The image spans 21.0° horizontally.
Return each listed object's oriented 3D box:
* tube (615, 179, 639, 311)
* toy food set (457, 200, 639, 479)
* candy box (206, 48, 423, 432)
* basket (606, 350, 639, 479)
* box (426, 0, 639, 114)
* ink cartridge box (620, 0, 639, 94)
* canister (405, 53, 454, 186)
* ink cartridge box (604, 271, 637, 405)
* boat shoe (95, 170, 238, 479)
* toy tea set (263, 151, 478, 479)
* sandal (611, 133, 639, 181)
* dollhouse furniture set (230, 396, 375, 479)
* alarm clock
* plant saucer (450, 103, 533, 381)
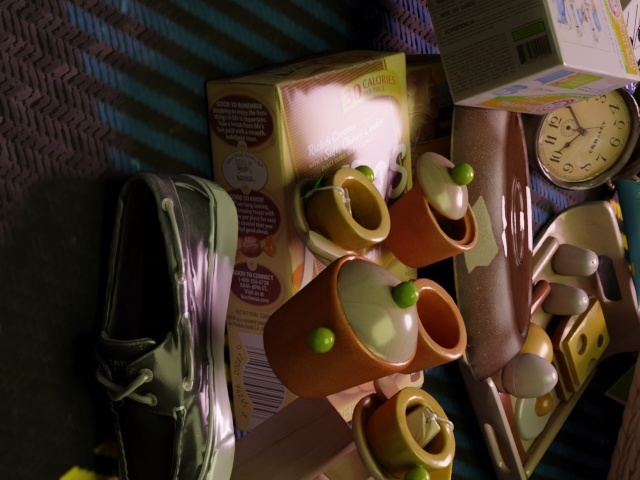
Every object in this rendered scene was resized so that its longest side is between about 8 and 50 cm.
[{"bbox_3d":[0.381,0.003,1.990,0.080,0.052,0.207,13,52,-23],"label":"tube"},{"bbox_3d":[0.269,0.133,1.906,0.306,0.092,0.220,-49,132,-36],"label":"toy food set"},{"bbox_3d":[0.000,0.000,1.528,0.183,0.087,0.316,-21,112,-49],"label":"candy box"},{"bbox_3d":[0.542,0.264,2.014,0.328,0.266,0.331,-4,117,-25],"label":"basket"},{"bbox_3d":[0.199,-0.183,1.579,0.203,0.114,0.103,-2,76,-59],"label":"box"},{"bbox_3d":[0.332,-0.213,1.969,0.207,0.046,0.097,-50,131,-35],"label":"ink cartridge box"},{"bbox_3d":[0.087,-0.088,1.643,0.126,0.073,0.170,-17,108,-52],"label":"canister"},{"bbox_3d":[0.453,0.093,2.156,0.255,0.097,0.189,-48,143,11],"label":"ink cartridge box"},{"bbox_3d":[-0.131,0.095,1.358,0.102,0.108,0.301,9,86,-53],"label":"boat shoe"},{"bbox_3d":[0.070,0.029,1.378,0.200,0.124,0.336,40,37,-27],"label":"toy tea set"},{"bbox_3d":[0.361,-0.097,1.955,0.180,0.049,0.072,-175,-75,-84],"label":"sandal"},{"bbox_3d":[0.043,0.400,1.432,0.256,0.394,0.362,-36,141,-6],"label":"dollhouse furniture set"},{"bbox_3d":[0.259,-0.127,1.851,0.192,0.064,0.129,15,108,-32],"label":"alarm clock"},{"bbox_3d":[0.172,-0.018,1.685,0.310,0.050,0.311,-2,90,-78],"label":"plant saucer"}]
